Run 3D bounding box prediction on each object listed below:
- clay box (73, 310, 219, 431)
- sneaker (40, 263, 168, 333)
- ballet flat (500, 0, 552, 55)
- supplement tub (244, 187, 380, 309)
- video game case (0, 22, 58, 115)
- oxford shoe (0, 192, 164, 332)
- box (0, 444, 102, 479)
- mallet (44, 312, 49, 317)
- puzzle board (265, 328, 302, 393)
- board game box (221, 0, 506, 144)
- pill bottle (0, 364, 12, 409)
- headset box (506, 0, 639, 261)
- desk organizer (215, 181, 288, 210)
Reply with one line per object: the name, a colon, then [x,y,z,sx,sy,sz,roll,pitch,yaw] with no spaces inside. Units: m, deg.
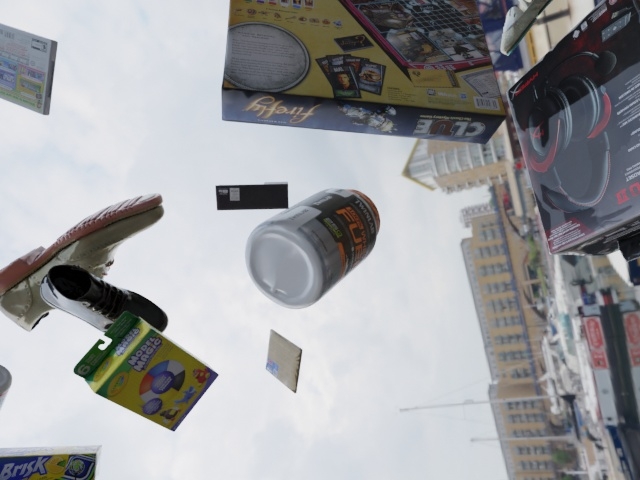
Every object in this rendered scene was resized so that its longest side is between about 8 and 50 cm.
clay box: [-0.286,0.225,0.825,0.127,0.053,0.222,-52,-43,-15]
sneaker: [-0.358,0.111,0.828,0.222,0.118,0.083,25,-114,-23]
ballet flat: [0.343,-0.384,0.822,0.052,0.168,0.057,40,172,1]
supplement tub: [0.000,0.000,1.064,0.316,0.194,0.193,-36,-67,-53]
video game case: [-0.790,-0.455,1.295,0.023,0.213,0.193,-24,-47,-66]
oxford shoe: [-0.457,0.040,0.963,0.146,0.397,0.140,59,-171,-15]
box: [-0.464,0.379,0.820,0.059,0.169,0.054,150,122,-73]
mallet: [-0.672,0.142,1.180,0.190,0.039,0.062,15,122,68]
puzzle board: [-0.079,0.256,1.051,0.011,0.128,0.096,2,-80,-35]
board game box: [0.036,-0.176,0.455,0.042,0.244,0.164,111,160,-61]
pill bottle: [-0.605,0.296,0.843,0.160,0.087,0.087,-61,-21,11]
headset box: [0.373,-0.123,0.608,0.218,0.110,0.292,132,135,-63]
desk organizer: [-0.124,-0.084,0.904,0.050,0.131,0.047,-100,9,-76]
